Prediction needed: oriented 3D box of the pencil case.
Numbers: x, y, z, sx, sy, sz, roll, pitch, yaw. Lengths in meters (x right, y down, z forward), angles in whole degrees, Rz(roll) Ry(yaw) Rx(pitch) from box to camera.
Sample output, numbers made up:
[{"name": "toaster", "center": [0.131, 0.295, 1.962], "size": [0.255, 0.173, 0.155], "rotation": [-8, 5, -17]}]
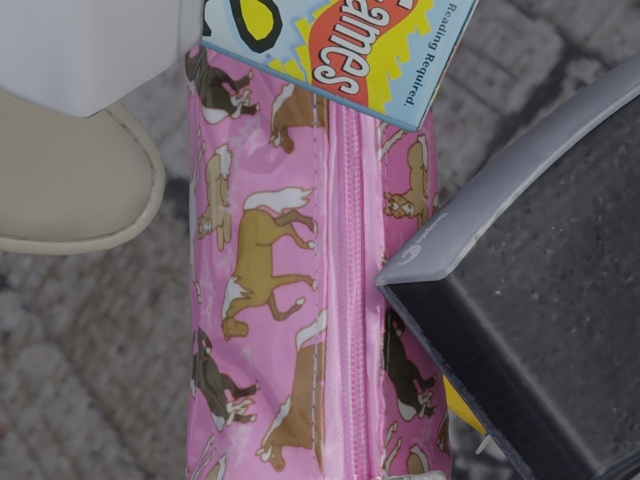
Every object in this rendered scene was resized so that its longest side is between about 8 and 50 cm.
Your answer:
[{"name": "pencil case", "center": [0.000, 0.000, 1.006], "size": [0.167, 0.160, 0.386], "rotation": [-6, 80, 33]}]

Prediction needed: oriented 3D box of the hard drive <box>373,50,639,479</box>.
[{"name": "hard drive", "center": [0.167, 0.005, 0.959], "size": [0.255, 0.172, 0.054], "rotation": [-38, 1, -27]}]

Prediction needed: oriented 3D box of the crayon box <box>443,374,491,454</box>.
[{"name": "crayon box", "center": [0.190, 0.043, 1.639], "size": [0.203, 0.083, 0.323], "rotation": [-54, -5, 17]}]

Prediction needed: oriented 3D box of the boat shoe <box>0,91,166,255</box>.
[{"name": "boat shoe", "center": [-0.156, -0.047, 0.691], "size": [0.065, 0.206, 0.075], "rotation": [25, 99, 62]}]

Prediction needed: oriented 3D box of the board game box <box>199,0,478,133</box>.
[{"name": "board game box", "center": [-0.068, -0.168, 0.708], "size": [0.144, 0.275, 0.142], "rotation": [-104, 37, -73]}]

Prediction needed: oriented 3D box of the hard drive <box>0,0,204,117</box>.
[{"name": "hard drive", "center": [-0.104, -0.212, 0.270], "size": [0.233, 0.353, 0.047], "rotation": [32, 49, 24]}]
